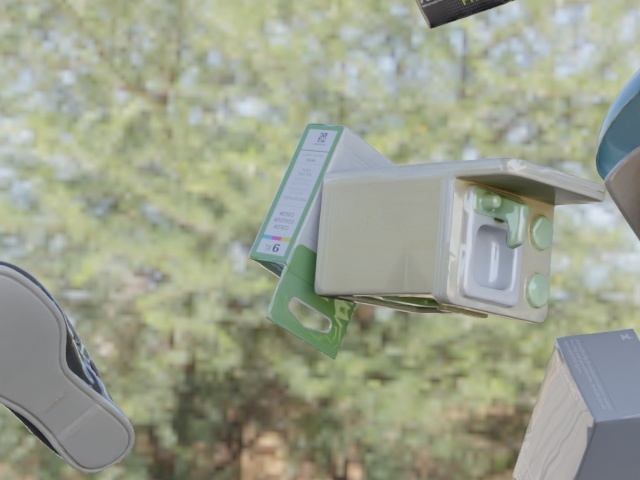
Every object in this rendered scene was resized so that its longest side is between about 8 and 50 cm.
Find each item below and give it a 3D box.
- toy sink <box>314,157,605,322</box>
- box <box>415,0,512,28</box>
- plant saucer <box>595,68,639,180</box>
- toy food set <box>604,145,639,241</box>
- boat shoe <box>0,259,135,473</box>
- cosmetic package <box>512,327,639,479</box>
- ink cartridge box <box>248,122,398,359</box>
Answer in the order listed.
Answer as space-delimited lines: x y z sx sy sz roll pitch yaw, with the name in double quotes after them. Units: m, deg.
0.132 0.005 1.705 0.234 0.131 0.153 -3 -11 43 "toy sink"
0.236 -0.281 1.592 0.270 0.060 0.216 -29 9 -24 "box"
0.434 -0.163 1.960 0.318 0.043 0.317 -19 -25 -10 "plant saucer"
0.456 0.005 1.810 0.306 0.092 0.220 4 -39 47 "toy food set"
-0.300 0.121 1.871 0.095 0.112 0.335 47 -10 43 "boat shoe"
0.294 0.221 1.968 0.107 0.127 0.238 -8 -46 -14 "cosmetic package"
0.000 0.000 1.795 0.062 0.209 0.109 7 -21 46 "ink cartridge box"
